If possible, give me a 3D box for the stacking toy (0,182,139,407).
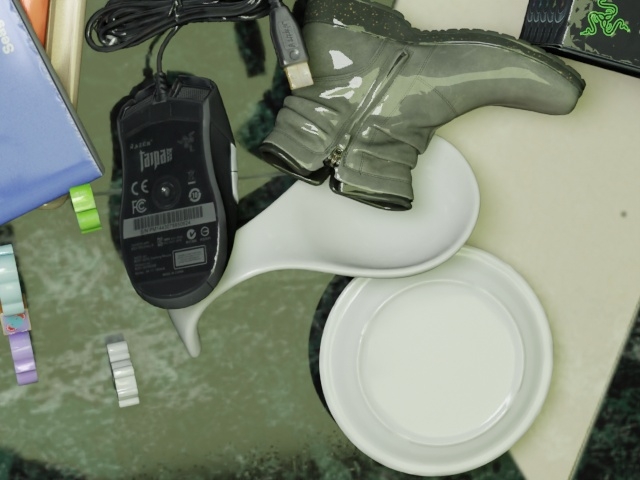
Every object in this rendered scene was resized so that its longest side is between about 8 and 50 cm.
[{"bbox_3d":[-0.241,0.061,1.434,0.167,0.052,0.221,-13,127,-8],"label":"stacking toy"}]

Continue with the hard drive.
[{"bbox_3d":[-0.357,-0.075,1.409,0.319,0.040,0.210,-26,101,2],"label":"hard drive"}]

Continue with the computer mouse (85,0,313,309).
[{"bbox_3d":[-0.078,-0.083,1.434,0.184,0.060,0.262,-16,76,22],"label":"computer mouse"}]

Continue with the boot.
[{"bbox_3d":[0.081,-0.093,1.477,0.246,0.083,0.161,14,75,-3],"label":"boot"}]

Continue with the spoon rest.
[{"bbox_3d":[0.000,0.000,1.484,0.276,0.084,0.137,-28,64,-3],"label":"spoon rest"}]

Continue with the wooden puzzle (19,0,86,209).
[{"bbox_3d":[-0.300,-0.149,1.444,0.221,0.044,0.238,5,96,-10],"label":"wooden puzzle"}]

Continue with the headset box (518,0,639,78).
[{"bbox_3d":[0.319,-0.245,1.495,0.246,0.131,0.283,15,95,-11],"label":"headset box"}]

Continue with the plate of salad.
[{"bbox_3d":[0.097,0.099,1.541,0.200,0.048,0.200,-1,97,-7],"label":"plate of salad"}]
